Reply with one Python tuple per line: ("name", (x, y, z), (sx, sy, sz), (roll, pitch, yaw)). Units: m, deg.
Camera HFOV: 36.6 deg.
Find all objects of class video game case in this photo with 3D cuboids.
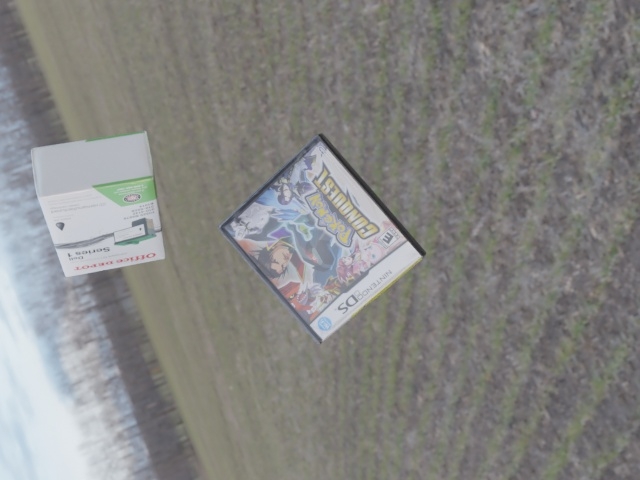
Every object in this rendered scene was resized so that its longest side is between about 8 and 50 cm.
("video game case", (0.000, 0.000, 1.662), (0.275, 0.248, 0.035), (49, -163, 1))

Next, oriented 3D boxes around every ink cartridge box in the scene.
("ink cartridge box", (-0.314, -0.048, 1.400), (0.219, 0.160, 0.092), (95, 162, -58))
